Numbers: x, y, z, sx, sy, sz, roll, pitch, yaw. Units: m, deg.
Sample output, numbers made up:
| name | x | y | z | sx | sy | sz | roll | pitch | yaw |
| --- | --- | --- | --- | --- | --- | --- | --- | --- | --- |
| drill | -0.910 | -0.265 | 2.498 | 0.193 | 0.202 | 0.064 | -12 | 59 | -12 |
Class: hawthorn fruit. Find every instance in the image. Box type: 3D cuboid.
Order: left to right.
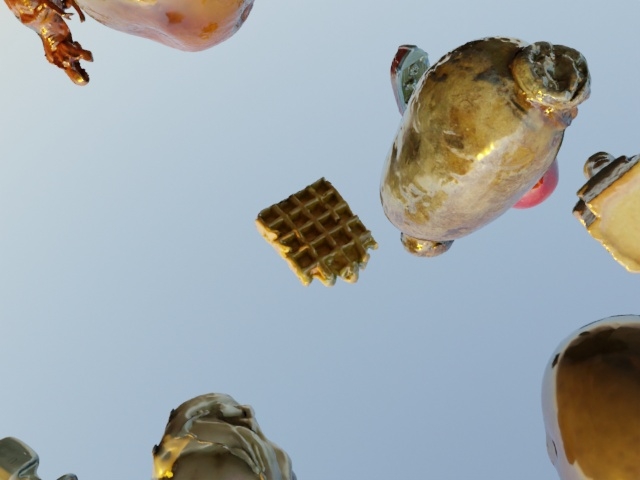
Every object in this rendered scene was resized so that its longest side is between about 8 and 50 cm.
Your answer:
| name | x | y | z | sx | sy | sz | roll | pitch | yaw |
| --- | --- | --- | --- | --- | --- | --- | --- | --- | --- |
| hawthorn fruit | 0.486 | -0.163 | 2.030 | 0.196 | 0.196 | 0.225 | -41 | -167 | 6 |

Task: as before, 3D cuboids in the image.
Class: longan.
| name | x | y | z | sx | sy | sz | roll | pitch | yaw |
| --- | --- | --- | --- | --- | --- | --- | --- | --- | --- |
| longan | 0.325 | 0.182 | 0.857 | 0.197 | 0.196 | 0.220 | -17 | -125 | 36 |

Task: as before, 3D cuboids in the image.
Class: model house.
| name | x | y | z | sx | sy | sz | roll | pitch | yaw |
| --- | --- | --- | --- | --- | --- | --- | --- | --- | --- |
| model house | 0.653 | -0.057 | 1.611 | 0.245 | 0.312 | 0.280 | -45 | -175 | 21 |

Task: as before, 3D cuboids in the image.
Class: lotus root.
| name | x | y | z | sx | sy | sz | roll | pitch | yaw |
| --- | --- | --- | --- | --- | --- | --- | --- | --- | --- |
| lotus root | 0.156 | -0.098 | 0.951 | 0.349 | 0.175 | 0.175 | 122 | -13 | -52 |

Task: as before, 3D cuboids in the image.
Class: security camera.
| name | x | y | z | sx | sy | sz | roll | pitch | yaw |
| --- | --- | --- | --- | --- | --- | --- | --- | --- | --- |
| security camera | -0.300 | 0.237 | 0.858 | 0.092 | 0.058 | 0.058 | 31 | -104 | 17 |

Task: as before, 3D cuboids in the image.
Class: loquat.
| name | x | y | z | sx | sy | sz | roll | pitch | yaw |
| --- | --- | --- | --- | --- | --- | --- | --- | --- | --- |
| loquat | -0.221 | -0.412 | 1.215 | 0.276 | 0.284 | 0.275 | 12 | 90 | -90 |

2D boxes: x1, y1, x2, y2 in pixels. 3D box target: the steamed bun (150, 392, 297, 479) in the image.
| name | x | y | z | sx | sy | sz | roll | pitch | yaw |
| --- | --- | --- | --- | --- | --- | --- | --- | --- | --- |
| steamed bun | -0.133 | 0.363 | 1.162 | 0.280 | 0.207 | 0.267 | 104 | 5 | -65 |

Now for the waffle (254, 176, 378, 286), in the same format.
| name | x | y | z | sx | sy | sz | roll | pitch | yaw |
| --- | --- | --- | --- | --- | --- | --- | --- | --- | --- |
| waffle | 0.000 | 0.000 | 1.506 | 0.160 | 0.055 | 0.211 | -29 | -121 | -15 |

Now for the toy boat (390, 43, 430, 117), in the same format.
| name | x | y | z | sx | sy | sz | roll | pitch | yaw |
| --- | --- | --- | --- | --- | --- | --- | --- | --- | --- |
| toy boat | 0.159 | -0.259 | 1.404 | 0.069 | 0.173 | 0.059 | -36 | -130 | -16 |

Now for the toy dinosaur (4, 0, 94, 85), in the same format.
| name | x | y | z | sx | sy | sz | roll | pitch | yaw |
| --- | --- | --- | --- | --- | --- | --- | --- | --- | --- |
| toy dinosaur | -0.482 | -0.454 | 1.344 | 0.208 | 0.432 | 0.097 | -38 | -169 | 20 |
